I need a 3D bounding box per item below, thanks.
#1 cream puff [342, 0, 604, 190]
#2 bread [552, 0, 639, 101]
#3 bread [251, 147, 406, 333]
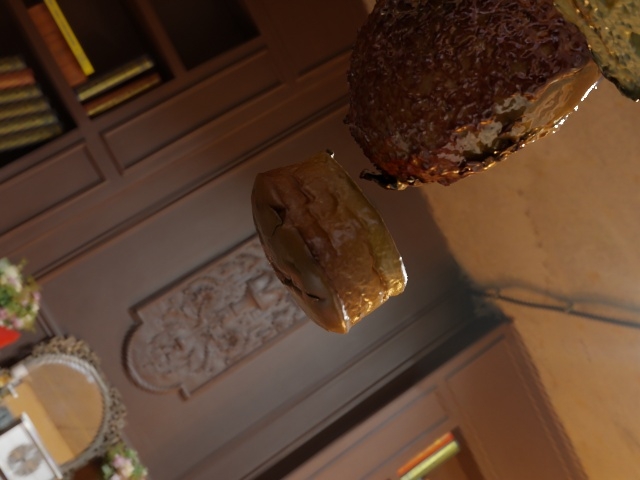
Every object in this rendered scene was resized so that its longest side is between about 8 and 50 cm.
[{"bbox_3d":[0.170,-0.218,0.976,0.229,0.350,0.350,60,-17,-14],"label":"cream puff"},{"bbox_3d":[0.241,-0.200,0.666,0.232,0.088,0.128,41,-1,-27],"label":"bread"},{"bbox_3d":[0.000,0.000,1.073,0.270,0.142,0.196,51,-14,55],"label":"bread"}]
